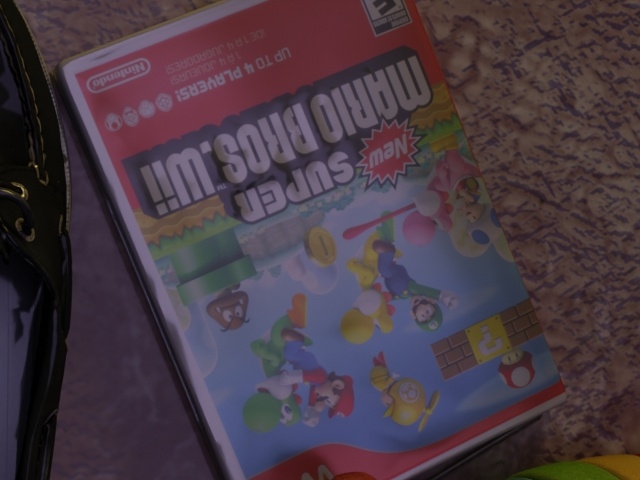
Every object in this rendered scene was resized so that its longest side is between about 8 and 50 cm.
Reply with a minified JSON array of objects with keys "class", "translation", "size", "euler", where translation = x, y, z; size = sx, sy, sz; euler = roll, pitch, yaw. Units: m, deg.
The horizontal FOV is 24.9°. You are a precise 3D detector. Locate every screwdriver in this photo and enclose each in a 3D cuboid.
[{"class":"screwdriver","translation":[0.058,0.140,0.829],"size":[0.170,0.025,0.024],"euler":[-29,97,-24]}]

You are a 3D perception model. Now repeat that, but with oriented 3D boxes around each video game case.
[{"class":"video game case","translation":[0.000,0.000,0.806],"size":[0.204,0.025,0.285],"euler":[-24,96,-16]}]

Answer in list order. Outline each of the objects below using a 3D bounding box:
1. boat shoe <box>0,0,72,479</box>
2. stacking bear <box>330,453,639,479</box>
[{"class":"boat shoe","translation":[-0.181,0.018,0.704],"size":[0.127,0.113,0.340],"euler":[5,88,-17]},{"class":"stacking bear","translation":[0.166,0.181,0.789],"size":[0.289,0.175,0.164],"euler":[-17,120,-26]}]
